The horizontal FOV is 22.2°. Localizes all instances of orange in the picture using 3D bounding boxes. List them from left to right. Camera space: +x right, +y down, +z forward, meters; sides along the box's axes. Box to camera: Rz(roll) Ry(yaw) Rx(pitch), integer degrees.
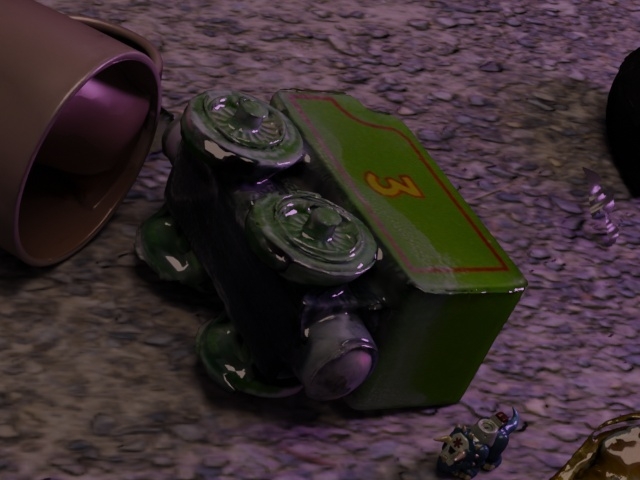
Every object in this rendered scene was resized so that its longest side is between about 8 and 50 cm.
[{"bbox_3d":[0.237,0.213,1.216,0.170,0.112,0.160,-6,51,4],"label":"orange"}]

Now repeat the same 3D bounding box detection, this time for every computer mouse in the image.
[{"bbox_3d":[0.346,-0.141,1.697,0.073,0.122,0.217,21,33,-18],"label":"computer mouse"}]

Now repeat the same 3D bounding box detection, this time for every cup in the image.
[{"bbox_3d":[-0.249,-0.124,1.352,0.200,0.191,0.253,29,43,18],"label":"cup"}]

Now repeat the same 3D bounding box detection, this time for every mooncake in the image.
[{"bbox_3d":[0.400,0.036,1.562,0.347,0.057,0.150,21,24,-8],"label":"mooncake"}]

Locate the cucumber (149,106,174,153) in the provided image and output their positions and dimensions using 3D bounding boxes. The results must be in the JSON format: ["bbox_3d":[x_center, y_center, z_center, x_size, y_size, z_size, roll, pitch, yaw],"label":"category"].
[{"bbox_3d":[-0.205,-0.113,1.469,0.115,0.062,0.116,30,37,19],"label":"cucumber"}]

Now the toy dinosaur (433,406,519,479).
[{"bbox_3d":[0.125,0.159,1.284,0.083,0.047,0.030,-16,48,-36],"label":"toy dinosaur"}]

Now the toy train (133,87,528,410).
[{"bbox_3d":[0.000,0.000,1.333,0.249,0.173,0.307,-1,41,-35],"label":"toy train"}]
